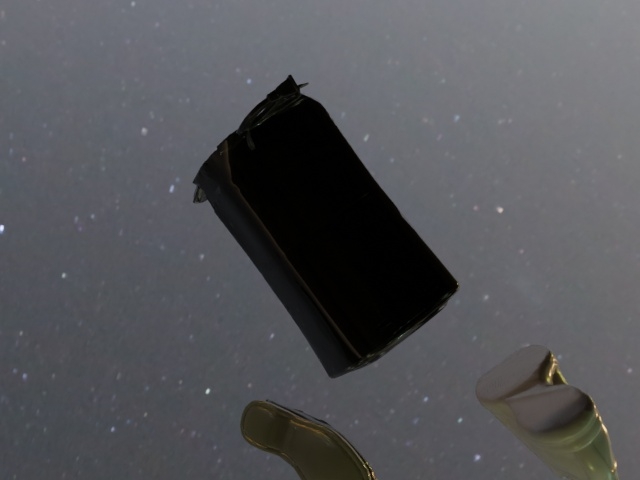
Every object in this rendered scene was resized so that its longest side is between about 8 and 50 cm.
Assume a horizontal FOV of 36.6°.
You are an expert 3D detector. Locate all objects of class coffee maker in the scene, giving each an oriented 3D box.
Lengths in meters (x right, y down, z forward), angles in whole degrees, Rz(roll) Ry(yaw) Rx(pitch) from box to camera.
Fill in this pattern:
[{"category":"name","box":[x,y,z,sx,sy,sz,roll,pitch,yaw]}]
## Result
[{"category":"coffee maker","box":[0.000,0.000,0.673,0.178,0.120,0.171,52,-178,4]}]

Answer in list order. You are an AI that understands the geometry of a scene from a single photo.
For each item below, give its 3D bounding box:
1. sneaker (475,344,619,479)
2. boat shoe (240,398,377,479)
[{"category":"sneaker","box":[0.198,0.159,0.837,0.094,0.080,0.212,56,-177,-10]},{"category":"boat shoe","box":[-0.006,0.268,1.242,0.228,0.081,0.069,24,-177,42]}]
